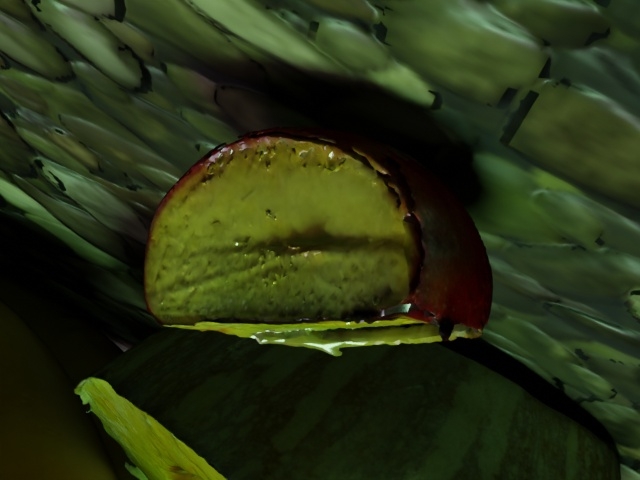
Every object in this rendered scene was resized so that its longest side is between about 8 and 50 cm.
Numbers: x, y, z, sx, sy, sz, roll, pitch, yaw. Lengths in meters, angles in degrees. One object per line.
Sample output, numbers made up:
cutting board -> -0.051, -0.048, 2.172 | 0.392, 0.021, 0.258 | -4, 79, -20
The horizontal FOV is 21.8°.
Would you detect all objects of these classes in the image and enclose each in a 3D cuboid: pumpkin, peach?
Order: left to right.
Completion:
peach -> 0.000, 0.000, 0.370 | 0.077, 0.050, 0.083 | 6, 176, -5
pumpkin -> 0.026, 0.089, 0.542 | 0.217, 0.110, 0.217 | 40, 171, 7

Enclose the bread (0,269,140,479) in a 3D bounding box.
bread -> -0.203, 0.176, 0.663 | 0.245, 0.329, 0.424 | 37, -156, -49
